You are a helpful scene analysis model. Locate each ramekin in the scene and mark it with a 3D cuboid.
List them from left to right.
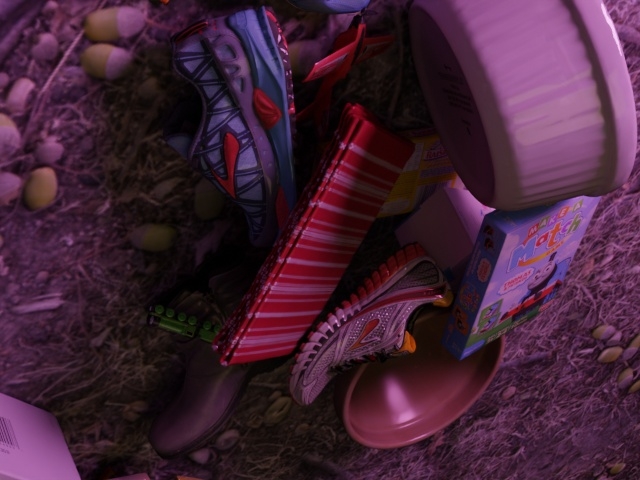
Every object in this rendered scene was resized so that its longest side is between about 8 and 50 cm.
[{"bbox_3d":[0.183,-0.152,0.909,0.127,0.273,0.273,-22,135,-2],"label":"ramekin"}]

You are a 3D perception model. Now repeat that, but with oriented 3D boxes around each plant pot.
[{"bbox_3d":[0.109,0.146,1.200,0.237,0.110,0.237,-17,131,-21],"label":"plant pot"}]

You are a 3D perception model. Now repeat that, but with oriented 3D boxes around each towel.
[{"bbox_3d":[0.000,0.000,0.946,0.275,0.031,0.199,-60,161,8],"label":"towel"}]

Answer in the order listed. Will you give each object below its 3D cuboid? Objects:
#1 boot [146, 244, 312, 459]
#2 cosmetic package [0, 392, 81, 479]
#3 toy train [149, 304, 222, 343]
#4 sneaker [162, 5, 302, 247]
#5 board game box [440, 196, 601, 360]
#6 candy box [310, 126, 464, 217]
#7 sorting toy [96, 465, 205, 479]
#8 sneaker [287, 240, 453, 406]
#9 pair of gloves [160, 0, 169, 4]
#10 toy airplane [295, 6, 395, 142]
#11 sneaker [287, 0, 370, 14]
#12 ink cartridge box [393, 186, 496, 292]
[{"bbox_3d":[-0.142,0.122,1.054,0.246,0.083,0.161,-45,126,3],"label":"boot"},{"bbox_3d":[-0.403,0.259,0.932,0.224,0.138,0.224,-46,136,5],"label":"cosmetic package"},{"bbox_3d":[-0.142,0.089,0.986,0.083,0.017,0.023,21,78,-21],"label":"toy train"},{"bbox_3d":[-0.087,-0.101,0.901,0.125,0.104,0.262,-8,128,-4],"label":"sneaker"},{"bbox_3d":[0.224,0.028,1.049,0.160,0.039,0.211,-25,144,-29],"label":"board game box"},{"bbox_3d":[0.082,-0.075,1.062,0.206,0.027,0.105,-11,129,-27],"label":"candy box"},{"bbox_3d":[-0.278,0.330,1.139,0.274,0.046,0.132,-4,126,-31],"label":"sorting toy"},{"bbox_3d":[0.053,0.106,1.042,0.225,0.093,0.088,-45,167,6],"label":"sneaker"},{"bbox_3d":[-0.136,-0.247,0.791,0.074,0.010,0.083,26,111,-45],"label":"pair of gloves"},{"bbox_3d":[0.017,-0.164,0.923,0.151,0.028,0.151,-46,161,-21],"label":"toy airplane"},{"bbox_3d":[-0.012,-0.233,0.838,0.162,0.073,0.063,8,119,-43],"label":"sneaker"},{"bbox_3d":[0.178,0.003,1.121,0.143,0.090,0.092,5,142,-45],"label":"ink cartridge box"}]
